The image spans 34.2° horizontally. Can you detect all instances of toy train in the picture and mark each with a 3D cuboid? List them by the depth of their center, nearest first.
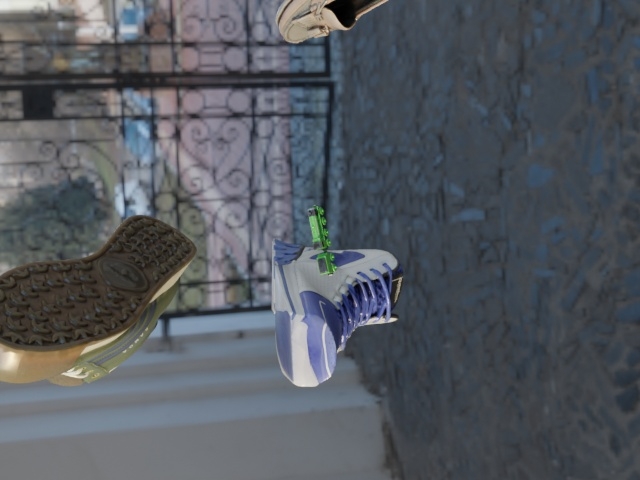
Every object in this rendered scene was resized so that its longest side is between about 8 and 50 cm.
[{"bbox_3d":[0.000,0.000,1.183,0.017,0.023,0.083,-16,84,29],"label":"toy train"}]

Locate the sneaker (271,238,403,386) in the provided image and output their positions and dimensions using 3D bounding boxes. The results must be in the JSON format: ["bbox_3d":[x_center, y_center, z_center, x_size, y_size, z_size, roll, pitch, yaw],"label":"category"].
[{"bbox_3d":[0.028,0.072,1.384,0.315,0.182,0.128,-105,13,-71],"label":"sneaker"}]

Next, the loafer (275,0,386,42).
[{"bbox_3d":[0.016,-0.161,0.695,0.125,0.045,0.039,-30,71,42],"label":"loafer"}]

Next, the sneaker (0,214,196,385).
[{"bbox_3d":[-0.135,0.052,0.575,0.086,0.064,0.192,-60,-8,23],"label":"sneaker"}]
